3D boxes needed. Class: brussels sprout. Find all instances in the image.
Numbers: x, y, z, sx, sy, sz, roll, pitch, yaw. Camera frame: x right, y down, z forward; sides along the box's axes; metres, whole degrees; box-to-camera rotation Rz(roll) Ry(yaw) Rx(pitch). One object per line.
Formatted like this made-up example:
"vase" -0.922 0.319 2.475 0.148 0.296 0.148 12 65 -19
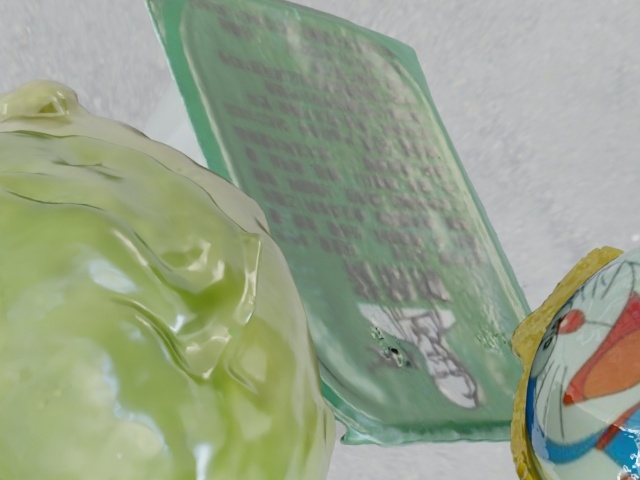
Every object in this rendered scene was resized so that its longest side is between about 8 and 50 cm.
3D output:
"brussels sprout" -0.127 0.083 0.645 0.242 0.316 0.274 -1 111 -24

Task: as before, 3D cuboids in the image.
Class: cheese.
"cheese" 0.174 0.069 0.602 0.177 0.270 0.069 -45 127 -7

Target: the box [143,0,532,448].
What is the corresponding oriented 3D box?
"box" 0.000 0.000 0.972 0.264 0.106 0.337 7 53 -46
